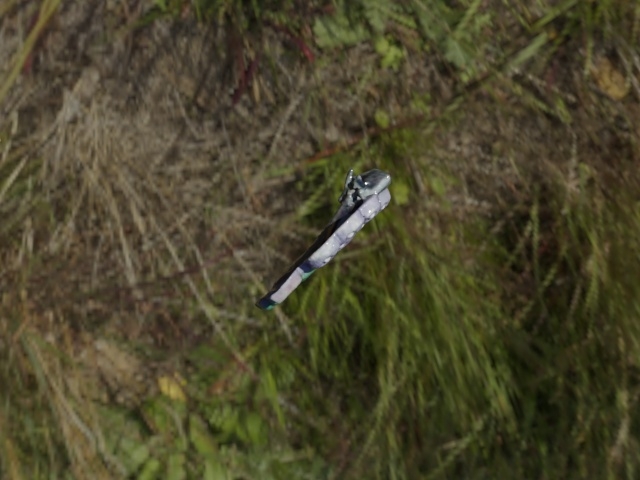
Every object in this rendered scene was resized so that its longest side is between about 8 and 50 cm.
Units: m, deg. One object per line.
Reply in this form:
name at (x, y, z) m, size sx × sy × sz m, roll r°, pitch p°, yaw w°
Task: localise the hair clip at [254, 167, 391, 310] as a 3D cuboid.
hair clip at (-0.001, -0.001, 1.343) m, size 0.052 × 0.124 × 0.195 m, roll 44°, pitch 94°, yaw 4°
